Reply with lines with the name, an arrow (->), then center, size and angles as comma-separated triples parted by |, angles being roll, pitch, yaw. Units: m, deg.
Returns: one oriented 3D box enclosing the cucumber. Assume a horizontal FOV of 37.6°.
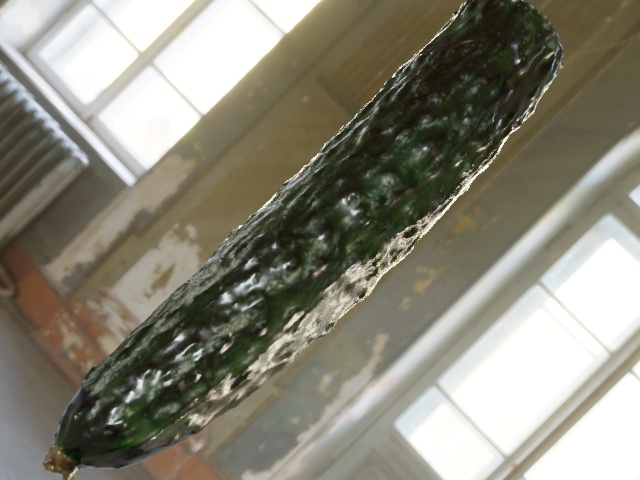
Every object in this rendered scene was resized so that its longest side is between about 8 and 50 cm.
cucumber -> 0.000, 0.000, 0.414 | 0.067, 0.293, 0.067 | 39, -19, 16
